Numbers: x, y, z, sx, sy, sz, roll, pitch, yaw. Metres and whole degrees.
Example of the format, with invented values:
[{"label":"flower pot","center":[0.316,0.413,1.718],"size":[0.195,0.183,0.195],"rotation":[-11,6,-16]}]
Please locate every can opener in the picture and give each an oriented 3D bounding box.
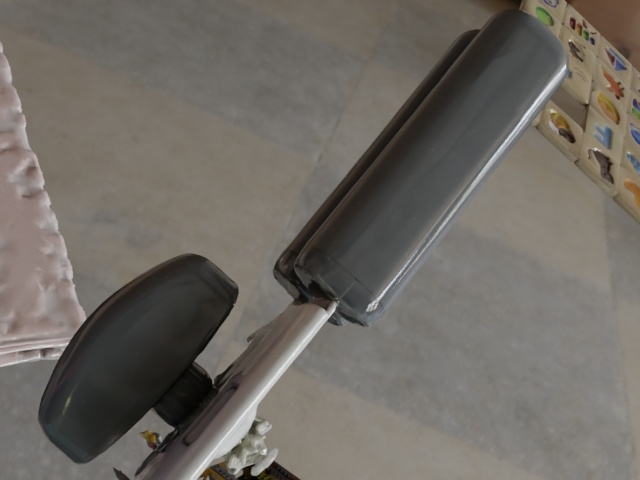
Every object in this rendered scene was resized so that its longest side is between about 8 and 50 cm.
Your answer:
[{"label":"can opener","center":[0.000,0.000,0.470],"size":[0.093,0.280,0.074],"rotation":[46,-14,-11]}]

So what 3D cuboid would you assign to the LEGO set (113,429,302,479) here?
[{"label":"LEGO set","center":[-0.064,0.326,0.900],"size":[0.192,0.255,0.331],"rotation":[-13,30,-35]}]

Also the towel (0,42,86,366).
[{"label":"towel","center":[-0.370,-0.030,0.824],"size":[0.316,0.053,0.332],"rotation":[-5,55,-28]}]

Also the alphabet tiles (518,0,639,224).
[{"label":"alphabet tiles","center":[0.236,-0.089,0.839],"size":[0.237,0.009,0.198],"rotation":[40,39,-13]}]
